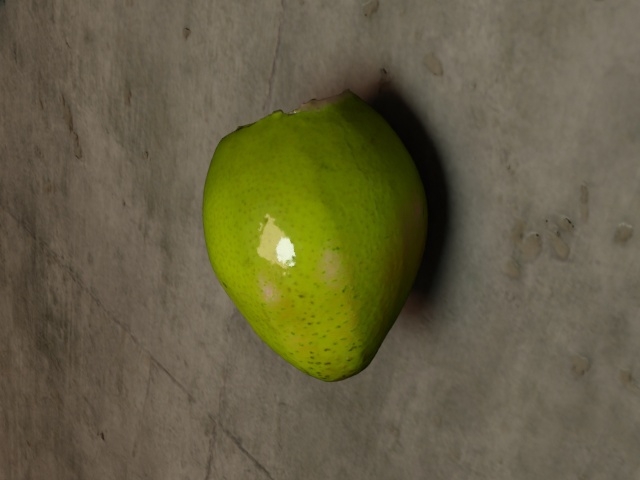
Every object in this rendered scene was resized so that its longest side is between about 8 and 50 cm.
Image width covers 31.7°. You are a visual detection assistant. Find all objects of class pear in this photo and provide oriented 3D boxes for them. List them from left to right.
[{"bbox_3d":[0.000,0.000,0.902,0.187,0.187,0.220,-8,102,52],"label":"pear"}]
